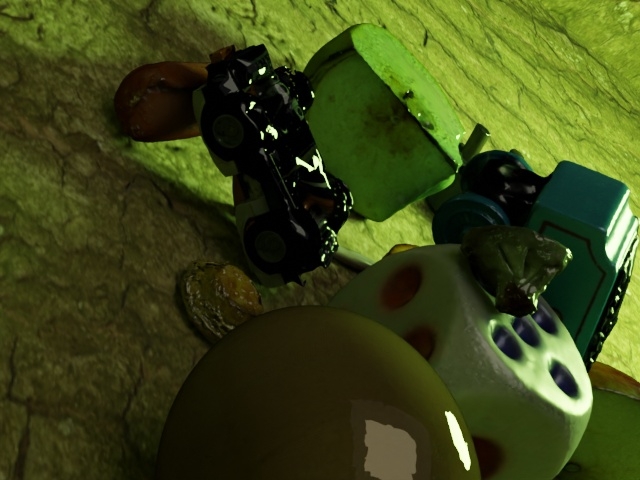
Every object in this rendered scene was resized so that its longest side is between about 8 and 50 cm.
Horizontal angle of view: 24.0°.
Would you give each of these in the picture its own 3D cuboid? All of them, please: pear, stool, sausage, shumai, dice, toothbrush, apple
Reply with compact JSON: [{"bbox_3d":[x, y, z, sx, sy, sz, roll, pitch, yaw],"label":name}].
[{"bbox_3d":[0.079,-0.189,2.264,0.286,0.176,0.282,48,23,-15],"label":"pear"},{"bbox_3d":[0.269,-0.076,2.451,0.228,0.139,0.153,54,27,15],"label":"stool"},{"bbox_3d":[-0.158,-0.183,1.949,0.102,0.102,0.330,55,26,11],"label":"sausage"},{"bbox_3d":[0.214,0.039,1.690,0.099,0.124,0.087,45,57,-58],"label":"shumai"},{"bbox_3d":[0.140,0.168,1.765,0.243,0.259,0.251,36,28,-31],"label":"dice"},{"bbox_3d":[0.000,0.000,2.032,0.307,0.029,0.025,26,30,-42],"label":"toothbrush"},{"bbox_3d":[0.383,0.269,2.150,0.346,0.179,0.254,36,-8,-28],"label":"apple"}]

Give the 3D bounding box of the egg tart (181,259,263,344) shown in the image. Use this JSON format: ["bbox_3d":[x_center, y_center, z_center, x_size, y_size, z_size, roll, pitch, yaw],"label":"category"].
[{"bbox_3d":[-0.109,0.070,1.735,0.130,0.052,0.130,38,31,-27],"label":"egg tart"}]

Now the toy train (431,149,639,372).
[{"bbox_3d":[0.262,0.049,1.950,0.265,0.300,0.188,23,34,11],"label":"toy train"}]

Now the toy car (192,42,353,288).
[{"bbox_3d":[-0.063,-0.099,1.871,0.193,0.118,0.301,-42,113,-57],"label":"toy car"}]

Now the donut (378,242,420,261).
[{"bbox_3d":[0.128,0.088,2.077,0.178,0.065,0.162,20,49,-49],"label":"donut"}]

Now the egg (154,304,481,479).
[{"bbox_3d":[-0.006,0.222,1.403,0.301,0.301,0.374,36,15,-28],"label":"egg"}]
